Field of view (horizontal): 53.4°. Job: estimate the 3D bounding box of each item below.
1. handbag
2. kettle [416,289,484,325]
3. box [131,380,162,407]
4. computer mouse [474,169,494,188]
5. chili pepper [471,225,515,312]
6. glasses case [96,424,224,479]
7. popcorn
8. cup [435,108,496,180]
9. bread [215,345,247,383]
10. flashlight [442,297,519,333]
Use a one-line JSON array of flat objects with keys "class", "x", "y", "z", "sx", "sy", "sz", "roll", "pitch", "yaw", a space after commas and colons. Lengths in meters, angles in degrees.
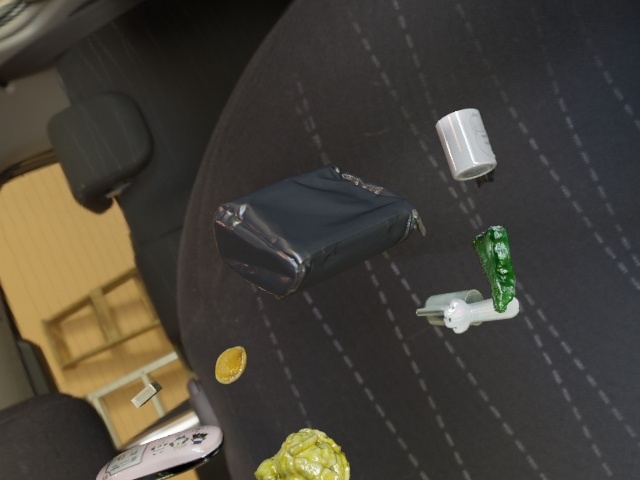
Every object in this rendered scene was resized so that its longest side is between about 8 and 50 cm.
[{"class": "handbag", "x": -0.001, "y": 0.002, "z": 1.145, "sx": 0.275, "sy": 0.302, "sz": 0.177, "roll": 36, "pitch": 137, "yaw": 39}, {"class": "kettle", "x": 0.367, "y": 0.198, "z": 1.783, "sx": 0.148, "sy": 0.127, "sz": 0.098, "roll": -11, "pitch": 114, "yaw": 46}, {"class": "box", "x": -0.543, "y": 0.481, "z": 1.994, "sx": 0.035, "sy": 0.079, "sz": 0.083, "roll": 48, "pitch": 177, "yaw": 5}, {"class": "computer mouse", "x": 0.397, "y": -0.172, "z": 1.537, "sx": 0.135, "sy": 0.047, "sz": 0.079, "roll": 16, "pitch": -121, "yaw": -81}, {"class": "chili pepper", "x": 0.366, "y": 0.068, "z": 1.336, "sx": 0.059, "sy": 0.088, "sz": 0.226, "roll": 38, "pitch": -143, "yaw": -25}, {"class": "glasses case", "x": -0.375, "y": 0.513, "z": 1.497, "sx": 0.122, "sy": 0.315, "sz": 0.075, "roll": -79, "pitch": -31, "yaw": -79}, {"class": "popcorn", "x": -0.033, "y": 0.511, "z": 1.414, "sx": 0.168, "sy": 0.195, "sz": 0.173, "roll": 37, "pitch": -147, "yaw": -17}, {"class": "cup", "x": 0.332, "y": -0.210, "z": 1.394, "sx": 0.099, "sy": 0.136, "sz": 0.133, "roll": -43, "pitch": 58, "yaw": 60}, {"class": "bread", "x": -0.239, "y": 0.331, "z": 1.699, "sx": 0.024, "sy": 0.110, "sz": 0.110, "roll": 43, "pitch": -177, "yaw": -41}, {"class": "flashlight", "x": 0.418, "y": 0.183, "z": 1.659, "sx": 0.047, "sy": 0.201, "sz": 0.093, "roll": -120, "pitch": 19, "yaw": -80}]
